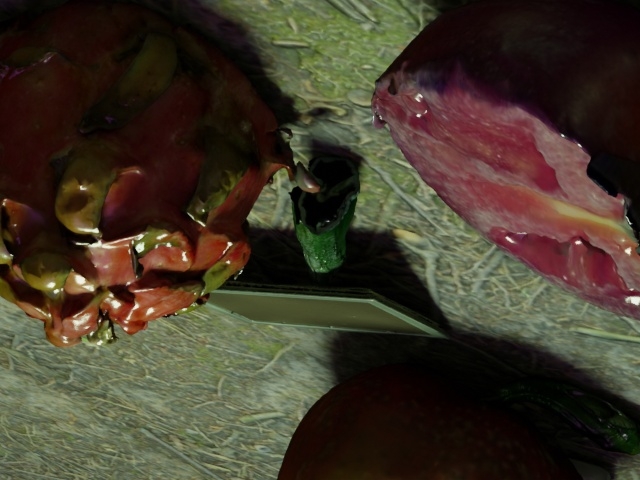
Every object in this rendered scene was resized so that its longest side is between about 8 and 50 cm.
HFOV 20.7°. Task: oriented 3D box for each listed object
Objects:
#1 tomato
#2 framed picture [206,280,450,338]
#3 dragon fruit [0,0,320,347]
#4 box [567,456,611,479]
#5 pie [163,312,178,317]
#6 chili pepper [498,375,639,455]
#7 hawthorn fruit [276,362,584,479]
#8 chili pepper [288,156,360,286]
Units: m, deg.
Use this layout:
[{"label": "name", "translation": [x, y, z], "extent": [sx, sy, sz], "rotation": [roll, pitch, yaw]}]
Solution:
[{"label": "tomato", "translation": [0.196, -0.097, 1.405], "extent": [0.289, 0.176, 0.335], "rotation": [22, 162, 43]}, {"label": "framed picture", "translation": [-0.016, 0.074, 1.950], "extent": [0.274, 0.017, 0.217], "rotation": [3, 167, 26]}, {"label": "dragon fruit", "translation": [-0.202, -0.043, 1.603], "extent": [0.314, 0.263, 0.296], "rotation": [1, 139, 30]}, {"label": "box", "translation": [0.307, 0.347, 2.304], "extent": [0.142, 0.044, 0.285], "rotation": [13, 153, 14]}, {"label": "pie", "translation": [-0.217, 0.045, 2.052], "extent": [0.154, 0.036, 0.154], "rotation": [14, 153, 7]}, {"label": "chili pepper", "translation": [0.297, 0.202, 2.028], "extent": [0.182, 0.050, 0.073], "rotation": [24, 169, -4]}, {"label": "hawthorn fruit", "translation": [0.118, 0.365, 2.048], "extent": [0.402, 0.403, 0.403], "rotation": [14, 153, 7]}, {"label": "chili pepper", "translation": [0.000, 0.000, 1.793], "extent": [0.059, 0.088, 0.227], "rotation": [28, 157, 11]}]
